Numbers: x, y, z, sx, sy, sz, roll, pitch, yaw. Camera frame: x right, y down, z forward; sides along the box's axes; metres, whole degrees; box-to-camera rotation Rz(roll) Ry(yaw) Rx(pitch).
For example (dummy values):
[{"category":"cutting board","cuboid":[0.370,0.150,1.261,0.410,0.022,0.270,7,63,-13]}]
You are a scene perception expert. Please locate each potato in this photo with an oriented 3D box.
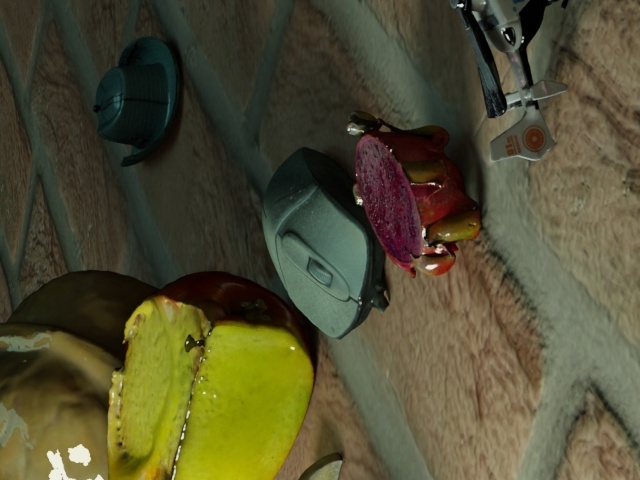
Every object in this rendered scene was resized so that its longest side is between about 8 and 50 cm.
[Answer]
[{"category":"potato","cuboid":[-0.009,0.221,1.576,0.037,0.036,0.093,-131,47,-56]}]

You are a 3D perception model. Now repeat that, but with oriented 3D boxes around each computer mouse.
[{"category":"computer mouse","cuboid":[-0.006,-0.001,1.553,0.229,0.068,0.113,-120,37,-55]}]

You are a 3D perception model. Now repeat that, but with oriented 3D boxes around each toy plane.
[{"category":"toy plane","cuboid":[0.126,-0.150,1.231,0.053,0.078,0.197,-13,90,65]}]

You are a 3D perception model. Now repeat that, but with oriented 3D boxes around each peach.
[{"category":"peach","cuboid":[-0.102,0.154,1.657,0.159,0.154,0.267,42,125,53]}]

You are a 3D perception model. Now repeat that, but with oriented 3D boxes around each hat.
[{"category":"hat","cuboid":[-0.224,-0.156,2.114,0.191,0.078,0.138,138,129,-61]}]

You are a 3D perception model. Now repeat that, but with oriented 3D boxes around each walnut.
[{"category":"walnut","cuboid":[-0.236,0.177,1.834,0.296,0.285,0.285,-60,3,-36]}]

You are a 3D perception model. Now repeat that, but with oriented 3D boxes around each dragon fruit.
[{"category":"dragon fruit","cuboid":[0.075,-0.035,1.363,0.126,0.068,0.112,51,152,41]}]
